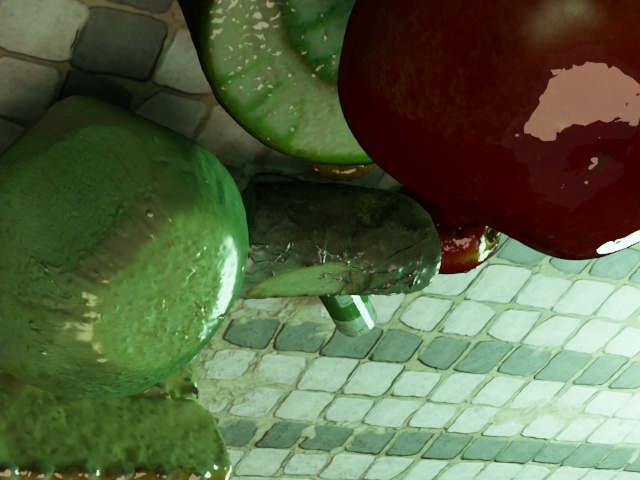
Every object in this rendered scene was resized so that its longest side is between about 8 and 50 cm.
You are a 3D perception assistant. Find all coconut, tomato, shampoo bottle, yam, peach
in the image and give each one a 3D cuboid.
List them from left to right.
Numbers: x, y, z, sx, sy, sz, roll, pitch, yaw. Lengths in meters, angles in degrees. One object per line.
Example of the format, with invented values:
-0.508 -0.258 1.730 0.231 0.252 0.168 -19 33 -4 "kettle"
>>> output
-0.237 0.008 1.081 0.281 0.328 0.328 20 127 -44 "coconut"
0.000 0.000 1.225 0.254 0.154 0.154 -2 137 -24 "yam"
0.021 0.052 1.388 0.065 0.065 0.204 -22 139 6 "shampoo bottle"
0.146 -0.028 1.319 0.172 0.127 0.092 2 151 16 "peach"
0.189 -0.139 0.860 0.325 0.290 0.293 26 124 -27 "tomato"

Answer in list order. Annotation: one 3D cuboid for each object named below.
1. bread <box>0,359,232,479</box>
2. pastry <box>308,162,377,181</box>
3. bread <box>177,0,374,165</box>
-0.361 0.290 1.354 0.371 0.279 0.390 10 132 -31 "bread"
0.032 -0.116 1.209 0.109 0.057 0.097 18 134 -31 "pastry"
0.047 -0.246 1.011 0.382 0.129 0.366 -1 134 -17 "bread"
